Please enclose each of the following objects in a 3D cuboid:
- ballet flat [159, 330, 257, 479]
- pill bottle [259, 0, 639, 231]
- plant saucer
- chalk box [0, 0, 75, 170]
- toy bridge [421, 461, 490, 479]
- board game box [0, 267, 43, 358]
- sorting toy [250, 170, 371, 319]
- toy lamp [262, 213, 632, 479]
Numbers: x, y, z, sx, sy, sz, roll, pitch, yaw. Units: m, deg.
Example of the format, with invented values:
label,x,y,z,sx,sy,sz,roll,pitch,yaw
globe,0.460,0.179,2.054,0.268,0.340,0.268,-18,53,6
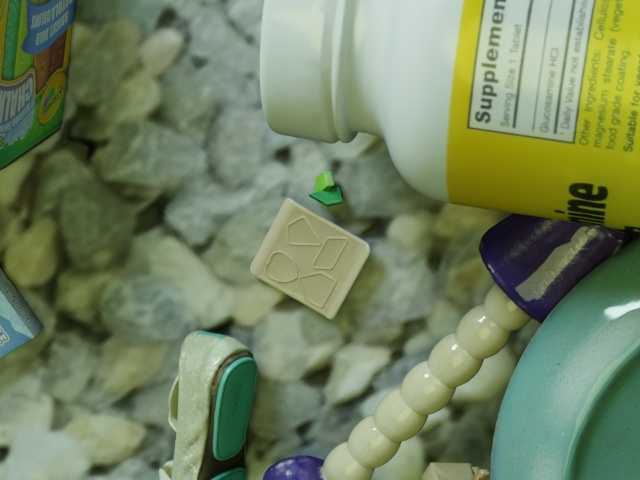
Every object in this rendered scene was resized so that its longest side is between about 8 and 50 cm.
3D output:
label,x,y,z,sx,sy,sz,roll,pitch,yaw
ballet flat,-0.075,0.134,1.198,0.052,0.057,0.168,23,111,35
pill bottle,0.146,-0.101,0.988,0.334,0.188,0.188,9,110,10
plant saucer,0.257,0.133,1.075,0.318,0.043,0.317,-1,108,-4
chalk box,-0.224,-0.115,1.098,0.132,0.132,0.213,12,111,9
toy bridge,0.059,0.202,1.175,0.063,0.026,0.188,5,133,-31
board game box,-0.239,0.044,1.214,0.090,0.020,0.090,-32,99,19
sorting toy,0.000,0.000,1.148,0.062,0.012,0.083,32,115,6
toy lamp,0.074,0.073,1.122,0.080,0.080,0.274,43,112,-3
